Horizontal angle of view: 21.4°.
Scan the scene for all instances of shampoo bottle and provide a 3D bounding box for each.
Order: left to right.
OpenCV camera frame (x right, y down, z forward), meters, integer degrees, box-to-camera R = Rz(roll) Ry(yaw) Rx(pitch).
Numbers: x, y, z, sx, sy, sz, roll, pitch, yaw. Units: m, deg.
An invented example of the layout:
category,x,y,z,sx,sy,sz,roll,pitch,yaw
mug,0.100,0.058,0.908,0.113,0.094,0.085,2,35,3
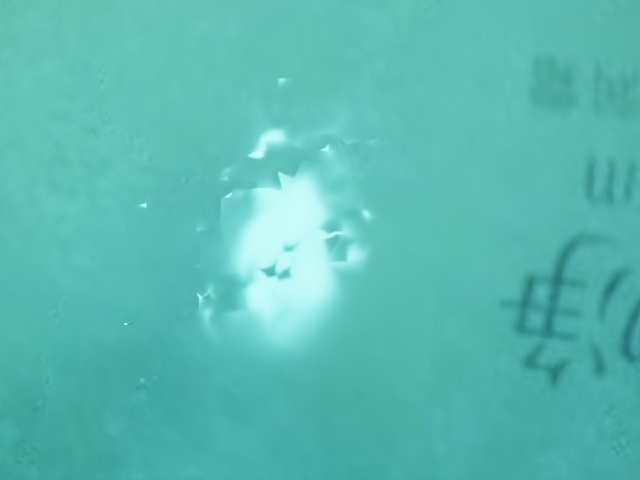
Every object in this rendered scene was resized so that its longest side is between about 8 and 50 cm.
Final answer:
category,x,y,z,sx,sy,sz,roll,pitch,yaw
shampoo bottle,0.000,0.000,0.531,0.322,0.317,0.322,10,6,-1
